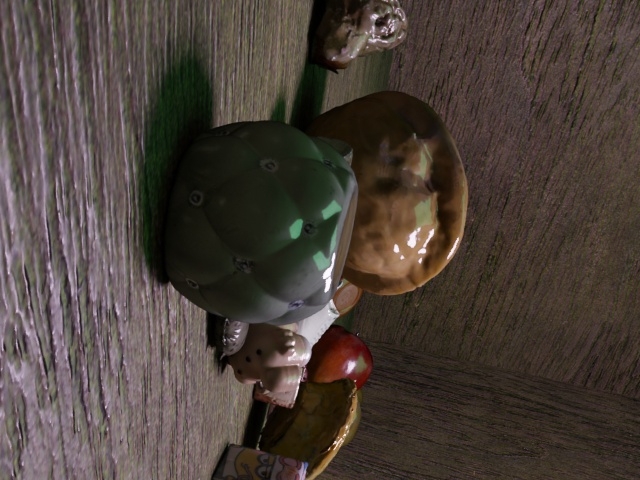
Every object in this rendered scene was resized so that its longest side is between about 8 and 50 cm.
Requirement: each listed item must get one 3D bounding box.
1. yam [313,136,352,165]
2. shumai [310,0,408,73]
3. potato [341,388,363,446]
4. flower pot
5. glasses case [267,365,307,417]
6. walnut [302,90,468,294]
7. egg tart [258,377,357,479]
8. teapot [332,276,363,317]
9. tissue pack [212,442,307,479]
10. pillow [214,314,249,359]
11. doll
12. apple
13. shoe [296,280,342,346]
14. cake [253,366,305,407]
[{"bbox_3d":[-0.029,-0.051,1.597,0.133,0.133,0.330,-71,174,-48],"label":"yam"},{"bbox_3d":[0.062,-0.391,1.677,0.206,0.166,0.175,42,66,-54],"label":"shumai"},{"bbox_3d":[0.031,0.485,2.817,0.218,0.202,0.351,71,17,-56],"label":"potato"},{"bbox_3d":[-0.065,-0.019,1.043,0.246,0.195,0.246,12,90,-85],"label":"flower pot"},{"bbox_3d":[-0.072,0.355,2.193,0.102,0.070,0.193,77,25,-78],"label":"glasses case"},{"bbox_3d":[0.123,-0.105,1.780,0.383,0.383,0.383,12,90,-83],"label":"walnut"},{"bbox_3d":[-0.045,0.410,1.940,0.315,0.120,0.315,-50,-169,13],"label":"egg tart"},{"bbox_3d":[0.024,0.114,2.439,0.178,0.135,0.252,-46,143,-17],"label":"teapot"},{"bbox_3d":[-0.112,0.438,1.635,0.115,0.155,0.065,-61,161,-65],"label":"tissue pack"},{"bbox_3d":[-0.131,0.099,1.316,0.093,0.051,0.241,-70,172,-49],"label":"pillow"},{"bbox_3d":[-0.077,0.113,1.447,0.119,0.154,0.278,2,104,-38],"label":"doll"},{"bbox_3d":[0.043,0.361,2.625,0.234,0.234,0.234,12,90,-83],"label":"apple"},{"bbox_3d":[-0.010,0.209,2.307,0.095,0.110,0.265,-58,156,-74],"label":"shoe"},{"bbox_3d":[-0.107,0.300,1.942,0.225,0.090,0.109,155,-52,-75],"label":"cake"}]
